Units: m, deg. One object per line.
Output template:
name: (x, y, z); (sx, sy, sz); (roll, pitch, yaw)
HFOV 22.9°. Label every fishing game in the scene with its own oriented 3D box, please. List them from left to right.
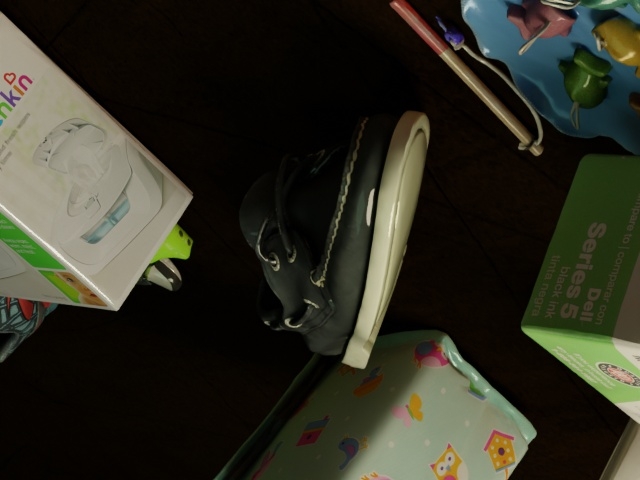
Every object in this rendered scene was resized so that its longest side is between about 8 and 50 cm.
fishing game: (0.150, -0.088, 0.811); (0.189, 0.041, 0.264); (43, 157, -25)

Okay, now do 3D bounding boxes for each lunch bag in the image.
lunch bag: (0.015, 0.198, 1.334); (0.160, 0.223, 0.262); (47, 155, -20)

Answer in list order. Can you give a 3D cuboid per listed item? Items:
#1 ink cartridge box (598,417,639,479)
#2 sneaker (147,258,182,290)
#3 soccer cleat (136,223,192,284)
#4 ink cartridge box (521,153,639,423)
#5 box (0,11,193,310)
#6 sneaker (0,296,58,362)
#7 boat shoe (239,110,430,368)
ink cartridge box: (0.309, 0.205, 0.991); (0.283, 0.207, 0.117); (26, 156, 13)
sneaker: (-0.178, 0.020, 1.448); (0.109, 0.044, 0.040); (30, 156, 0)
soccer cleat: (-0.191, 0.021, 1.392); (0.179, 0.060, 0.072); (-21, 135, 34)
ink cartridge box: (0.275, 0.053, 0.809); (0.273, 0.115, 0.198); (6, 157, 46)
box: (-0.276, -0.066, 1.296); (0.262, 0.127, 0.231); (4, 146, 50)
sneaker: (-0.330, 0.043, 1.583); (0.104, 0.125, 0.262); (23, 156, 18)
boat shoe: (0.001, -0.004, 1.065); (0.113, 0.127, 0.340); (18, 166, 4)
